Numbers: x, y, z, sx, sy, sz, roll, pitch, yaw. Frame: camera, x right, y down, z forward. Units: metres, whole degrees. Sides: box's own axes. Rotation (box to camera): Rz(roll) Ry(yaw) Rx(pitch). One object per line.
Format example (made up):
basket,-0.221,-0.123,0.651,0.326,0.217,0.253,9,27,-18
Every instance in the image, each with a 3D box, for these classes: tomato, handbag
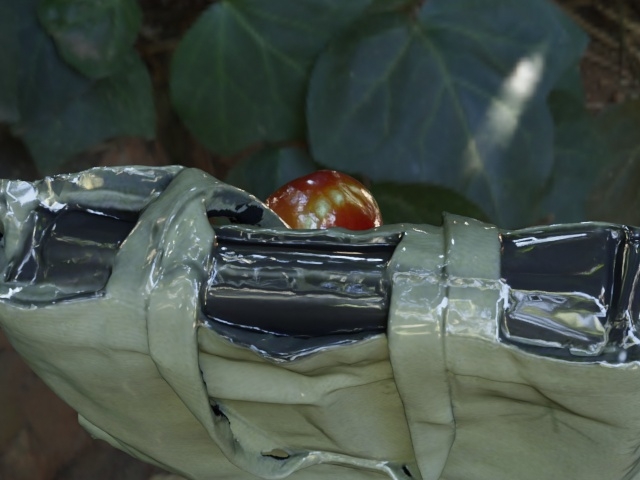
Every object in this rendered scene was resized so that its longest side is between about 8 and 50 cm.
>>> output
tomato,0.000,0.000,0.928,0.087,0.087,0.075,-26,60,-13
handbag,0.013,0.050,0.637,0.316,0.253,0.109,5,68,14
